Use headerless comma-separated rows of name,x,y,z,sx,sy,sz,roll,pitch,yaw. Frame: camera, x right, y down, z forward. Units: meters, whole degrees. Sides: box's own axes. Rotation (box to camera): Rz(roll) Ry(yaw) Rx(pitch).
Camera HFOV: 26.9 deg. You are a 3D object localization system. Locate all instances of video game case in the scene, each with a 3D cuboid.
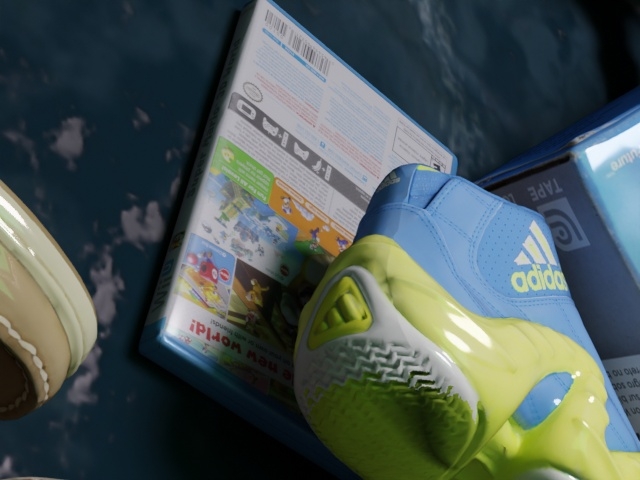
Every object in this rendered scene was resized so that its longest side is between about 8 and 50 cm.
video game case,0.000,0.000,0.507,0.119,0.015,0.166,37,46,-29

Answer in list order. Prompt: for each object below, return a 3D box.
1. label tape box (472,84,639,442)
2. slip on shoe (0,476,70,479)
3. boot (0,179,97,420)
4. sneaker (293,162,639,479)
label tape box,0.240,0.066,0.601,0.241,0.106,0.333,-30,93,-28
slip on shoe,-0.086,0.093,0.347,0.135,0.051,0.041,2,108,-55
boot,-0.160,0.022,0.277,0.213,0.077,0.165,36,46,-22
sneaker,0.085,0.062,0.491,0.240,0.091,0.126,49,39,-37
